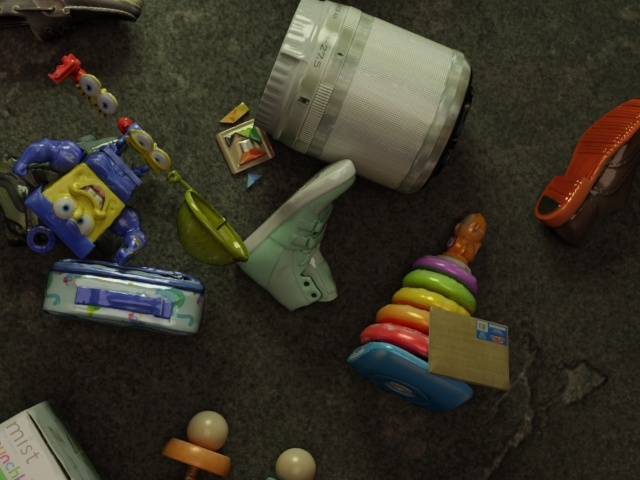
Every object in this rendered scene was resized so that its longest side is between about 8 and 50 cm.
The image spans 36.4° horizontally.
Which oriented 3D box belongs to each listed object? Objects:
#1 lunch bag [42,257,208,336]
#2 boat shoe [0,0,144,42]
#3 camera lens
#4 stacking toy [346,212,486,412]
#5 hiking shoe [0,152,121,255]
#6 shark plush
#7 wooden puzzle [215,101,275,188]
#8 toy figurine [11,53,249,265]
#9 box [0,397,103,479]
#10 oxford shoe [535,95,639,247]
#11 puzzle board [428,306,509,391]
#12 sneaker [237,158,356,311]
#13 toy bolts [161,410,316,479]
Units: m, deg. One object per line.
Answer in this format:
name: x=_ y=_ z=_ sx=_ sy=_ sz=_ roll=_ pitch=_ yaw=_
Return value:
lunch bag: x=-0.269 y=0.081 z=1.362 sx=0.219 sy=0.176 sz=0.090 roll=9 pitch=85 yaw=-5
boat shoe: x=-0.402 y=-0.335 z=1.422 sx=0.285 sy=0.103 sz=0.092 roll=6 pitch=90 yaw=-2
camera lens: x=0.066 y=-0.206 z=1.402 sx=0.274 sy=0.219 sz=0.219 roll=21 pitch=83 yaw=-4
stacking toy: x=0.175 y=0.085 z=1.439 sx=0.165 sy=0.175 sz=0.302 roll=28 pitch=72 yaw=-7
hiking shoe: x=-0.396 y=-0.029 z=1.412 sx=0.227 sy=0.086 sz=0.114 roll=33 pitch=91 yaw=6
shark plush: x=-0.355 y=-0.128 z=1.397 sx=0.161 sy=0.067 sz=0.073 roll=-1 pitch=77 yaw=-39
wooden puzzle: x=-0.115 y=-0.145 z=1.479 sx=0.078 sy=0.014 sz=0.116 roll=-31 pitch=90 yaw=-8
toy figurine: x=-0.296 y=-0.048 z=1.333 sx=0.217 sy=0.191 sz=0.362 roll=-43 pitch=111 yaw=-5
box: x=-0.358 y=0.356 z=1.303 sx=0.126 sy=0.231 sz=0.262 roll=-30 pitch=90 yaw=-8
oxford shoe: x=0.447 y=-0.111 z=1.514 sx=0.098 sy=0.097 sz=0.271 roll=42 pitch=86 yaw=-22
puzzle board: x=0.205 y=0.151 z=1.346 sx=0.128 sy=0.011 sz=0.096 roll=16 pitch=60 yaw=-21
sneaker: x=0.000 y=0.000 z=1.394 sx=0.151 sy=0.094 sz=0.256 roll=46 pitch=127 yaw=-3
toy bolts: x=-0.102 y=0.345 z=1.361 sx=0.228 sy=0.218 sz=0.159 roll=27 pitch=76 yaw=-22
